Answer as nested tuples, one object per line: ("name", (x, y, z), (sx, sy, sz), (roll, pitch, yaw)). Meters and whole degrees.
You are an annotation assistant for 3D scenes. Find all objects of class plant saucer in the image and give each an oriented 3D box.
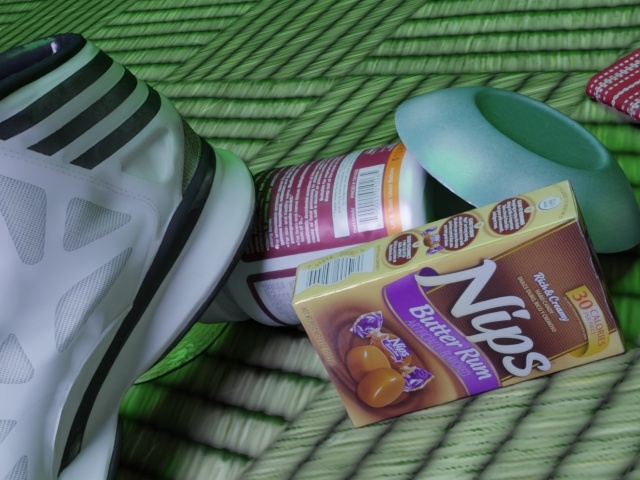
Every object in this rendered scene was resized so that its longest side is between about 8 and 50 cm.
("plant saucer", (0.147, -0.064, 0.846), (0.195, 0.037, 0.195), (20, 28, -11))

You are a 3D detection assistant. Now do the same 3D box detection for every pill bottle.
("pill bottle", (0.000, 0.000, 0.901), (0.221, 0.121, 0.121), (-10, 32, 28))

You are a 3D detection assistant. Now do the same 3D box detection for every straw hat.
("straw hat", (-0.142, 0.049, 1.000), (0.144, 0.061, 0.144), (-19, 29, 11))

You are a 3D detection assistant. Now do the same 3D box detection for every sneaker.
("sneaker", (-0.238, 0.063, 0.754), (0.169, 0.257, 0.448), (6, 62, 45))

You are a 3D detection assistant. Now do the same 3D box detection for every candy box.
("candy box", (0.088, 0.043, 0.770), (0.186, 0.109, 0.053), (-19, 28, 14))

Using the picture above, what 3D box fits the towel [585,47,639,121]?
("towel", (0.350, -0.129, 0.931), (0.198, 0.031, 0.275), (-31, 26, -4))
